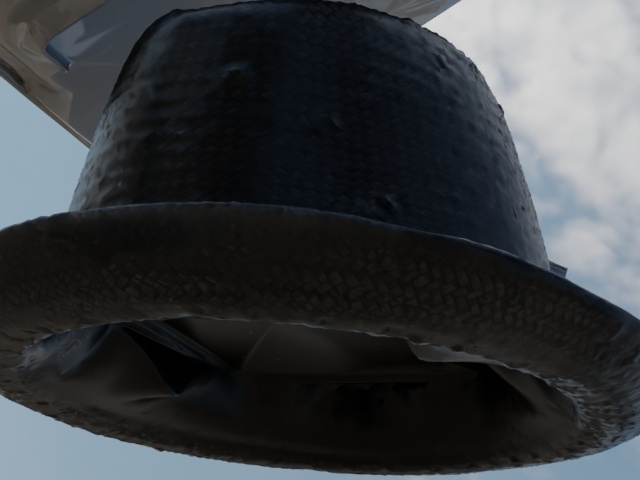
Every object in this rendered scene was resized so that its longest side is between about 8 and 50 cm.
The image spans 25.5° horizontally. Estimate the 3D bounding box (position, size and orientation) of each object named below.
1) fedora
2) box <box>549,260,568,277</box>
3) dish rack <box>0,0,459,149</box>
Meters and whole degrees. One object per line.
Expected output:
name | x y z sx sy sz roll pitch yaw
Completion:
fedora | 0.000 0.000 0.600 0.334 0.152 0.334 4 -18 1
box | 0.125 0.023 1.146 0.169 0.054 0.059 20 -6 -42
dish rack | -0.014 -0.149 0.728 0.072 0.333 0.285 61 6 22
